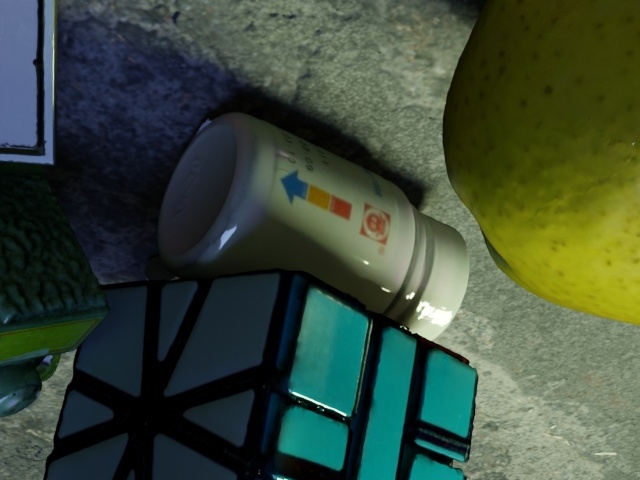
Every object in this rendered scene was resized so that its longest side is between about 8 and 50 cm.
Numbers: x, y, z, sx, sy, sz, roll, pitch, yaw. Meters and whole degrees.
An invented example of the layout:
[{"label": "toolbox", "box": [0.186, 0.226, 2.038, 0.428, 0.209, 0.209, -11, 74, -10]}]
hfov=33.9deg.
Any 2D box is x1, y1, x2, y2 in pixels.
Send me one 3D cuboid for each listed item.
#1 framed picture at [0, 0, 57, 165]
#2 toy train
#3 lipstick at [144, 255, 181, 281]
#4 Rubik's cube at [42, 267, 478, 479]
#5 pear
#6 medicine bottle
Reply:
[{"label": "framed picture", "box": [-0.310, -0.193, 0.809, 0.213, 0.016, 0.289, 3, 123, -9]}, {"label": "toy train", "box": [-0.317, 0.024, 0.963, 0.159, 0.272, 0.188, -7, 150, -49]}, {"label": "lipstick", "box": [-0.173, 0.075, 1.219, 0.040, 0.040, 0.141, -5, 142, 0]}, {"label": "Rubik's cube", "box": [-0.056, 0.204, 0.963, 0.293, 0.289, 0.283, -9, 152, 42]}, {"label": "pear", "box": [0.295, -0.110, 0.787, 0.418, 0.362, 0.362, -31, 136, 15]}, {"label": "medicine bottle", "box": [0.000, 0.000, 1.039, 0.293, 0.170, 0.170, 22, 134, -30]}]
